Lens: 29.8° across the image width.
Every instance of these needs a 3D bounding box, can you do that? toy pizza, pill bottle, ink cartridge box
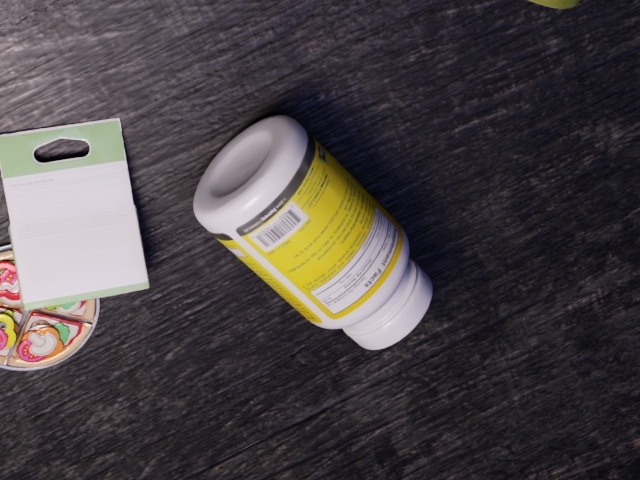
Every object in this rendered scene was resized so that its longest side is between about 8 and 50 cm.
[{"bbox_3d":[-0.407,0.097,1.669,0.201,0.032,0.201,-6,116,-13],"label":"toy pizza"},{"bbox_3d":[0.000,0.000,1.653,0.188,0.188,0.334,-43,119,6],"label":"pill bottle"},{"bbox_3d":[-0.334,-0.035,1.616,0.171,0.056,0.235,-10,92,-14],"label":"ink cartridge box"}]

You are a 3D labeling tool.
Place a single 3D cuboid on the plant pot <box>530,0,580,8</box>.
[{"bbox_3d":[0.297,-0.485,1.445,0.367,0.366,0.353,16,120,-22],"label":"plant pot"}]
